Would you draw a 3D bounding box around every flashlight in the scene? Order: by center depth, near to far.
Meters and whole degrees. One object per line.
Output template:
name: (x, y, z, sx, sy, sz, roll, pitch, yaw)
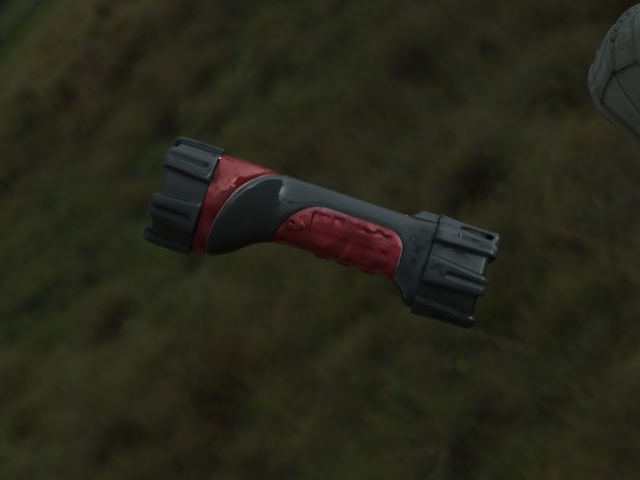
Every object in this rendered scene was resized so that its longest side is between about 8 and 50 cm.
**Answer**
flashlight: (0.000, 0.000, 1.672, 0.103, 0.304, 0.103, -64, -7, -72)

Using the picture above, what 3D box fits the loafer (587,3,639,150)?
loafer: (0.317, -0.043, 1.206, 0.112, 0.319, 0.111, -58, 0, -18)
